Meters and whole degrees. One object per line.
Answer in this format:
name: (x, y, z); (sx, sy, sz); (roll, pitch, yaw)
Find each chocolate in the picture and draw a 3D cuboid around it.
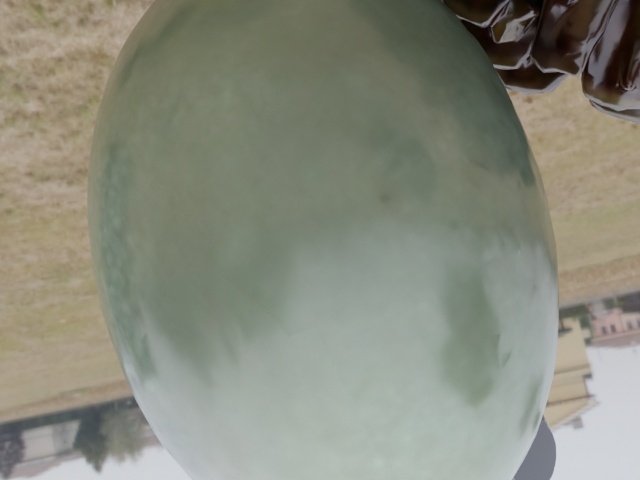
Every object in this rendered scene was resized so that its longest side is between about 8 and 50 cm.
chocolate: (0.195, 0.249, 0.947); (0.176, 0.177, 0.177); (-11, 170, -2)

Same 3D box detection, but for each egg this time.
egg: (0.000, 0.000, 0.444); (0.258, 0.352, 0.258); (-19, 172, -3)

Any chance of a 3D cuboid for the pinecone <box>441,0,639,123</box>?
pinecone: (0.216, -0.254, 0.447); (0.397, 0.398, 0.398); (-11, 170, -2)
